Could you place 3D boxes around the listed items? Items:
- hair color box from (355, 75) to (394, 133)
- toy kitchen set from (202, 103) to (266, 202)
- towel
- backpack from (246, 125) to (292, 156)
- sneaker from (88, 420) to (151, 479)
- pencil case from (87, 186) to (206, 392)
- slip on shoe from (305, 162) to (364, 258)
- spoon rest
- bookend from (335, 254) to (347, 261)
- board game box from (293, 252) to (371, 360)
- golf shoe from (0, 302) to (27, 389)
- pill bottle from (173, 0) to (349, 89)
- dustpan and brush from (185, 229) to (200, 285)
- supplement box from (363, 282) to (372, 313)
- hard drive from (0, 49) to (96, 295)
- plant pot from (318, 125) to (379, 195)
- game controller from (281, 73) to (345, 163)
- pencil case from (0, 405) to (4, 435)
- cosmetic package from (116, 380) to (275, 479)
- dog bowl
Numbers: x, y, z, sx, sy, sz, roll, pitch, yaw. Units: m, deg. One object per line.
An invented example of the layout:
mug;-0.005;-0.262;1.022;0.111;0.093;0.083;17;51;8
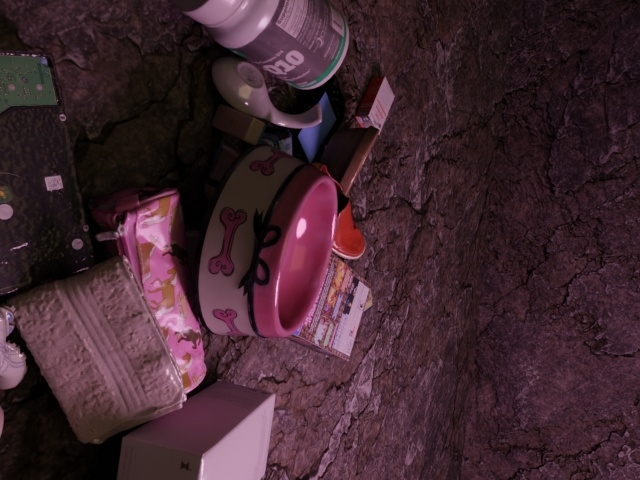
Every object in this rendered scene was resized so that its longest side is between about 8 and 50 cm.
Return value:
hair color box;0.177;-0.433;1.523;0.093;0.053;0.167;48;56;-47
toy kitchen set;-0.173;-0.168;1.063;0.166;0.122;0.207;15;103;-54
towel;-0.343;0.181;0.749;0.187;0.049;0.283;-22;109;-9
backpack;-0.121;-0.201;1.111;0.084;0.104;0.115;-31;127;-38
sneaker;-0.359;0.461;0.897;0.270;0.090;0.145;-60;147;-36
pencil case;-0.305;0.099;0.855;0.167;0.160;0.387;-20;112;-45
slip on shoe;0.036;-0.069;1.222;0.331;0.101;0.123;54;46;-34
spoon rest;-0.126;-0.324;1.080;0.276;0.084;0.138;18;56;-36
bookend;0.000;0.000;1.326;0.157;0.072;0.157;-20;111;-50
board game box;-0.013;0.165;1.273;0.291;0.141;0.232;40;63;-48
golf shoe;-0.471;0.167;0.664;0.086;0.069;0.176;-86;-172;-54
pill bottle;-0.114;-0.477;0.994;0.361;0.204;0.205;10;87;-53
dustpan and brush;-0.237;0.038;1.035;0.211;0.060;0.148;-17;110;-44
supplement box;0.113;0.177;1.495;0.056;0.083;0.083;-27;115;-50
hard drive;-0.476;-0.093;0.675;0.236;0.064;0.340;-24;114;-50
plant pot;0.063;-0.222;1.311;0.238;0.109;0.237;-63;178;-3
game controller;-0.018;-0.303;1.265;0.166;0.067;0.319;54;54;-42
pencil case;-0.553;0.164;0.526;0.183;0.159;0.411;-45;129;-28
cosmetic package;-0.219;0.420;0.909;0.365;0.155;0.197;16;83;-76
dog bowl;-0.087;0.017;0.975;0.408;0.150;0.409;14;90;-75
